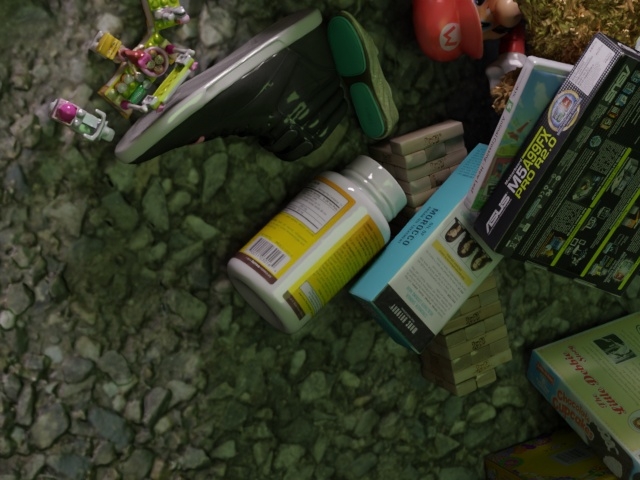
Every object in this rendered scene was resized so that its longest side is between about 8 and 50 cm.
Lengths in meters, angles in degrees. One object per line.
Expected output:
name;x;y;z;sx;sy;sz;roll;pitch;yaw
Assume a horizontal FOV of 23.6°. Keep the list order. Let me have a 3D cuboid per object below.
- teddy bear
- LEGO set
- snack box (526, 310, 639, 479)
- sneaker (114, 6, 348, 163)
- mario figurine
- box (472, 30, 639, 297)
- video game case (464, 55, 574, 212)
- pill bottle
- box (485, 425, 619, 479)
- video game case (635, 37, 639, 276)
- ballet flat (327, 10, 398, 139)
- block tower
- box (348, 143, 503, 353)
teddy bear;0.304;-0.233;1.782;0.245;0.113;0.338;-25;127;-34
LEGO set;-0.189;-0.239;1.668;0.132;0.107;0.287;17;92;-29
snack box;0.433;0.229;1.963;0.187;0.322;0.060;-17;133;-23
sneaker;-0.086;-0.132;1.741;0.296;0.104;0.147;-36;109;-22
mario figurine;0.253;-0.299;1.844;0.320;0.170;0.198;-29;81;-27
box;0.332;-0.081;1.758;0.216;0.060;0.270;18;113;-34
video game case;0.291;-0.106;1.776;0.212;0.023;0.193;8;117;-28
pill bottle;0.000;0.000;1.806;0.215;0.117;0.117;-44;116;-13
box;0.401;0.396;2.057;0.290;0.177;0.279;-17;108;-24
video game case;0.393;-0.120;1.961;0.244;0.061;0.269;31;85;-1
ballet flat;0.052;-0.203;1.839;0.052;0.057;0.168;-43;123;-45
block tower;0.150;0.017;1.902;0.091;0.097;0.335;-21;111;-22
box;0.153;0.008;1.813;0.244;0.060;0.100;-48;117;-10
